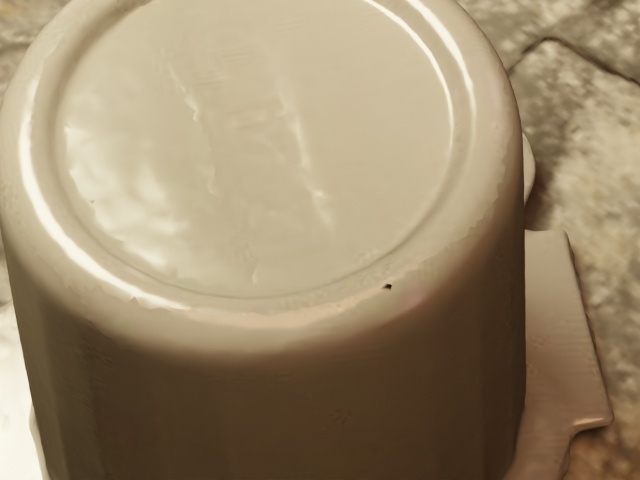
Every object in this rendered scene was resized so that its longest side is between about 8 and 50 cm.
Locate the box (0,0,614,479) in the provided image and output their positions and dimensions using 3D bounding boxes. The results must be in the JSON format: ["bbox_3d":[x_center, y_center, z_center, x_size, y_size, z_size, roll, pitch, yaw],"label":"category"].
[{"bbox_3d":[0.000,0.000,0.730,0.262,0.206,0.291,35,66,20],"label":"box"}]
